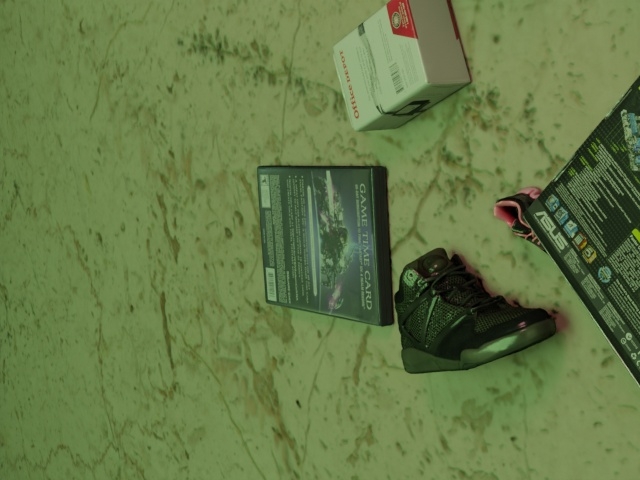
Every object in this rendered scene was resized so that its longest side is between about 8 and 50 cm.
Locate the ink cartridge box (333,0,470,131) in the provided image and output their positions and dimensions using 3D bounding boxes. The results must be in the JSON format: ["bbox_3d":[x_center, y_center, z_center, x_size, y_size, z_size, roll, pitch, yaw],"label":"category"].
[{"bbox_3d":[0.087,-0.197,1.229,0.150,0.063,0.109,-27,74,56],"label":"ink cartridge box"}]

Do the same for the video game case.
[{"bbox_3d":[0.000,0.000,1.439,0.274,0.026,0.196,6,101,55],"label":"video game case"}]

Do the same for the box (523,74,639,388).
[{"bbox_3d":[0.312,0.008,0.912,0.216,0.060,0.270,-56,51,38],"label":"box"}]

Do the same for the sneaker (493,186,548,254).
[{"bbox_3d":[0.215,-0.008,1.078,0.119,0.057,0.047,45,130,41],"label":"sneaker"}]

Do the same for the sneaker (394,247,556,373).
[{"bbox_3d":[0.150,0.070,1.165,0.227,0.087,0.130,-16,89,62],"label":"sneaker"}]
